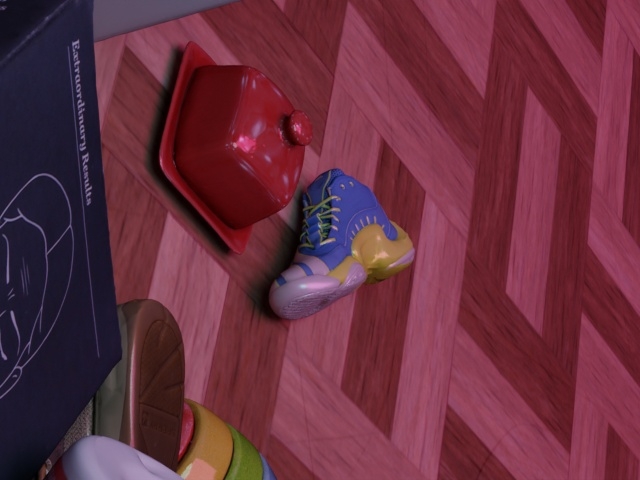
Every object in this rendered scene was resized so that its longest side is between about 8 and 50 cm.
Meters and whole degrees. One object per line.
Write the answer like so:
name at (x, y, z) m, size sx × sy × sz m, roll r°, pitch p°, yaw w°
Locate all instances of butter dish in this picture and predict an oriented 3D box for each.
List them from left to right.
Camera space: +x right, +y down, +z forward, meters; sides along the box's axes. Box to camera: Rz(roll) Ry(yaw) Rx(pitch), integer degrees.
butter dish at (-0.062, -0.095, 1.835) m, size 0.160 × 0.118 × 0.160 m, roll 51°, pitch 39°, yaw -42°

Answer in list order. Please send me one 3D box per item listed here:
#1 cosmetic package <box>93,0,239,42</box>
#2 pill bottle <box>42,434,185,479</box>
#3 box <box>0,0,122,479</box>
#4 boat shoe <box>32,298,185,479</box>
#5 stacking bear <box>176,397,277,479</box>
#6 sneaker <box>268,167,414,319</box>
cosmetic package at (-0.060, -0.418, 1.666) m, size 0.327 × 0.393 × 0.329 m, roll 63°, pitch 32°, yaw -25°
pill bottle at (-0.174, 0.276, 1.214) m, size 0.161 × 0.283 × 0.161 m, roll 39°, pitch 6°, yaw -5°
box at (-0.299, 0.043, 1.166) m, size 0.395 × 0.212 × 0.294 m, roll -56°, pitch 150°, yaw -53°
boat shoe at (-0.180, 0.208, 1.393) m, size 0.123 × 0.123 × 0.342 m, roll 40°, pitch 52°, yaw -65°
stacking bear at (-0.135, 0.194, 1.568) m, size 0.289 × 0.164 × 0.175 m, roll 52°, pitch 31°, yaw -30°
sneaker at (0.000, 0.000, 1.973) m, size 0.126 × 0.091 × 0.240 m, roll 61°, pitch 28°, yaw 6°
